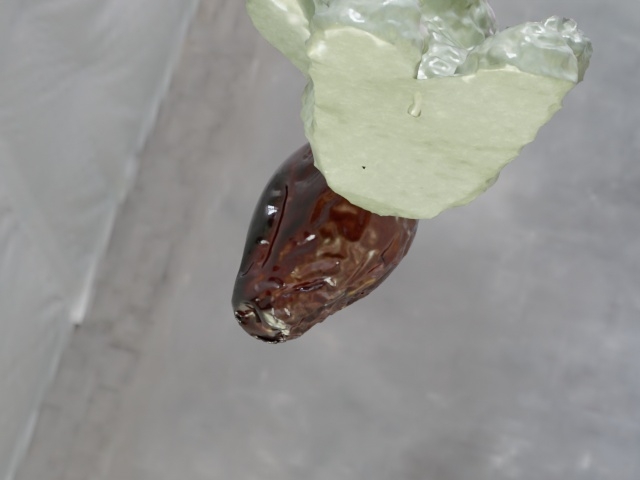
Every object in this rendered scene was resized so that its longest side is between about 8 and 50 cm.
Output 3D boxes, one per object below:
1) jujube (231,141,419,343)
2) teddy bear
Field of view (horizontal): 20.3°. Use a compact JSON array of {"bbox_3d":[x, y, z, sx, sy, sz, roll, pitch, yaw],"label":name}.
[{"bbox_3d":[0.000,0.000,1.845,0.236,0.168,0.168,-53,-19,-19],"label":"jujube"},{"bbox_3d":[0.095,-0.220,1.631,0.375,0.327,0.362,110,172,-61],"label":"teddy bear"}]
